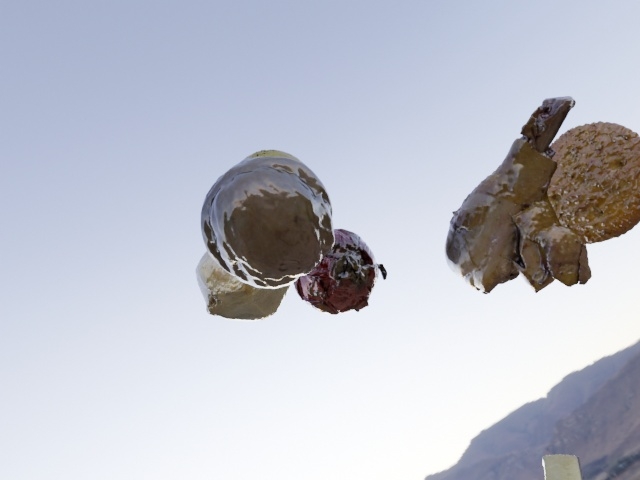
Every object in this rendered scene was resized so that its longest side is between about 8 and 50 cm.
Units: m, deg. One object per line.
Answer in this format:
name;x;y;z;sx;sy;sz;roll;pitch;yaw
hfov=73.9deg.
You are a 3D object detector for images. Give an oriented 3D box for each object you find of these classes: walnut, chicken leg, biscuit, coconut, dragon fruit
walnut;-0.098;-0.041;0.785;0.248;0.248;0.248;-20;-38;-17
chicken leg;0.393;-0.051;0.791;0.181;0.295;0.410;-1;-57;-24
biscuit;0.551;-0.116;0.878;0.035;0.254;0.254;-4;-45;-28
coconut;-0.283;0.141;1.587;0.360;0.346;0.346;-59;-24;-29
dragon fruit;0.051;0.064;1.005;0.218;0.223;0.148;-50;-1;-19

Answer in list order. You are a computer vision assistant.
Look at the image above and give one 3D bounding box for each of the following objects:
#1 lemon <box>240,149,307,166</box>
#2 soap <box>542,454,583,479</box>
lemon;-0.131;-0.133;1.271;0.258;0.258;0.310;-39;-31;9
soap;0.209;0.307;0.339;0.037;0.252;0.092;-6;-65;25
